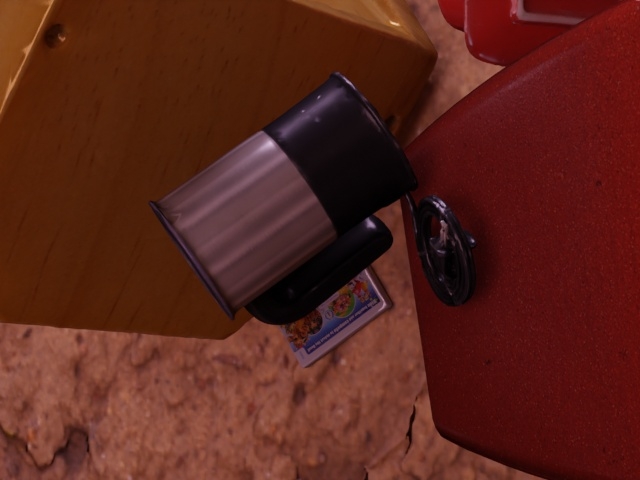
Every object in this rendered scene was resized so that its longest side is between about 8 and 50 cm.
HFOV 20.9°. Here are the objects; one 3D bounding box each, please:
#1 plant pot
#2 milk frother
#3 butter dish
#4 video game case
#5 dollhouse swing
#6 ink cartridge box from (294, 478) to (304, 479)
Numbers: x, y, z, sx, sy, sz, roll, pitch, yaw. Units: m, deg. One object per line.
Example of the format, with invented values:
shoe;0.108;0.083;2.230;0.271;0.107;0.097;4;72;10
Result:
plant pot;0.198;0.011;1.018;0.236;0.267;0.267;-11;86;47
milk frother;0.000;0.000;0.983;0.135;0.129;0.143;-36;28;-5
butter dish;0.126;-0.188;1.122;0.118;0.160;0.160;4;93;54
video game case;-0.010;0.020;1.272;0.087;0.011;0.122;-38;73;26
dollhouse swing;-0.155;-0.151;1.162;0.305;0.347;0.315;38;107;33
ink cartridge box;-0.038;0.299;1.132;0.066;0.296;0.261;-43;70;25
